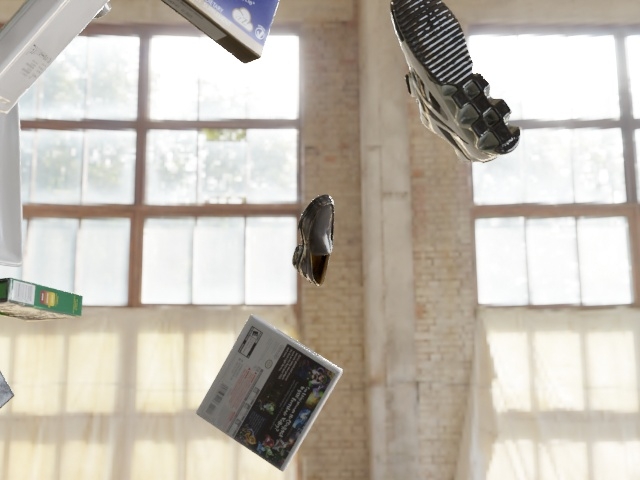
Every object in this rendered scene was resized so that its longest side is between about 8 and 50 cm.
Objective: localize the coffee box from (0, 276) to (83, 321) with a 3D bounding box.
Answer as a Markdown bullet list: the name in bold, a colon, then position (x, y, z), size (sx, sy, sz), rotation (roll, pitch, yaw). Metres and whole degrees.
- **coffee box**: position (-0.467, 0.094, 1.582), size (0.113, 0.040, 0.184), rotation (-6, -13, 21)

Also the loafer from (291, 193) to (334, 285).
- **loafer**: position (0.000, 0.000, 1.634), size (0.062, 0.061, 0.170), rotation (-20, -38, -27)

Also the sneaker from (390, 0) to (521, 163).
- **sneaker**: position (0.196, -0.270, 1.742), size (0.122, 0.331, 0.146), rotation (-32, 4, -29)

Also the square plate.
- **square plate**: position (-0.664, -0.136, 1.763), size (0.049, 0.347, 0.344), rotation (-12, -13, 31)

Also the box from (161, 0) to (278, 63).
- **box**: position (-0.097, -0.334, 1.175), size (0.036, 0.225, 0.136), rotation (-13, -36, 44)

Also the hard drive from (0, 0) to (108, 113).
- **hard drive**: position (-0.383, -0.339, 1.504), size (0.047, 0.353, 0.233), rotation (42, -2, -6)

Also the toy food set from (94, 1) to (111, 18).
- **toy food set**: position (-0.364, -0.481, 1.759), size (0.111, 0.232, 0.104), rotation (39, -14, 48)

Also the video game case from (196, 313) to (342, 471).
- **video game case**: position (-0.083, 0.241, 1.620), size (0.173, 0.190, 0.022), rotation (31, 8, 13)

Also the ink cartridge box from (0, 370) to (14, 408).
- **ink cartridge box**: position (-0.804, 0.229, 2.161), size (0.069, 0.371, 0.176), rotation (-18, 18, 29)
